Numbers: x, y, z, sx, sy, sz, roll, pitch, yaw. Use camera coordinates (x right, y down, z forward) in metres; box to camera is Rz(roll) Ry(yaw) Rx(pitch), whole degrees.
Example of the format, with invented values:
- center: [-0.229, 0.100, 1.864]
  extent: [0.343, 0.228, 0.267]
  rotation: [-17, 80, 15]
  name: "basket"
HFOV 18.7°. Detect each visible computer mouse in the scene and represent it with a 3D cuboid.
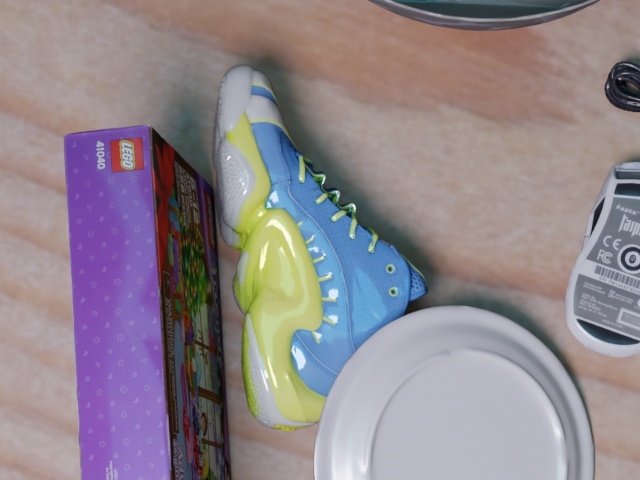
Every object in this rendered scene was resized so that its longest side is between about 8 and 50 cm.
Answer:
- center: [0.208, -0.014, 1.260]
  extent: [0.106, 0.042, 0.193]
  rotation: [22, 78, 5]
  name: "computer mouse"

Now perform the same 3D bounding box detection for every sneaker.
- center: [0.000, 0.000, 1.265]
  extent: [0.126, 0.091, 0.240]
  rotation: [-7, 87, -7]
  name: "sneaker"

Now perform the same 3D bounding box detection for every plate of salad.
- center: [0.083, 0.141, 1.223]
  extent: [0.200, 0.048, 0.199]
  rotation: [3, 83, -25]
  name: "plate of salad"

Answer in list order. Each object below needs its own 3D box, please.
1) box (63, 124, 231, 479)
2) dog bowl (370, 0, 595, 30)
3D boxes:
- center: [-0.100, 0.093, 1.194]
  extent: [0.057, 0.201, 0.293]
  rotation: [-5, 81, 6]
  name: "box"
- center: [0.109, -0.297, 1.274]
  extent: [0.349, 0.102, 0.348]
  rotation: [0, 79, 2]
  name: "dog bowl"
